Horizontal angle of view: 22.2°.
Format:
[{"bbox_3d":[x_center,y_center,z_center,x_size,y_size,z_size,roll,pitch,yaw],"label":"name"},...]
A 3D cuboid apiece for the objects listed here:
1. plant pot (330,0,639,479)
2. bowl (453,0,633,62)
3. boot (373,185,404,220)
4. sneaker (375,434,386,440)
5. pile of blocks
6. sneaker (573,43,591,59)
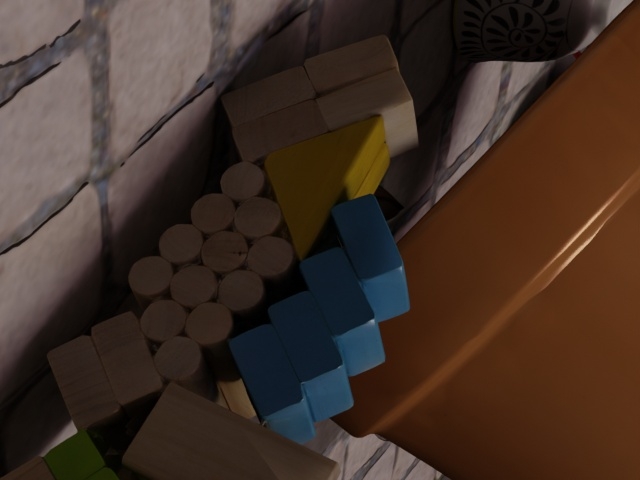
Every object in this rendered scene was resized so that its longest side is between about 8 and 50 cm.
[{"bbox_3d":[0.146,0.038,0.894,0.291,0.203,0.291,-45,177,-3],"label":"plant pot"},{"bbox_3d":[0.156,-0.173,0.985,0.170,0.080,0.170,-50,155,-33],"label":"bowl"},{"bbox_3d":[0.000,0.000,0.890,0.087,0.042,0.118,-57,158,2],"label":"boot"},{"bbox_3d":[0.034,0.104,1.095,0.043,0.040,0.109,-36,146,-20],"label":"sneaker"},{"bbox_3d":[-0.041,0.079,0.729,0.362,0.149,0.113,-55,157,-21],"label":"pile of blocks"},{"bbox_3d":[0.205,-0.204,1.091,0.087,0.128,0.221,35,52,-33],"label":"sneaker"}]
